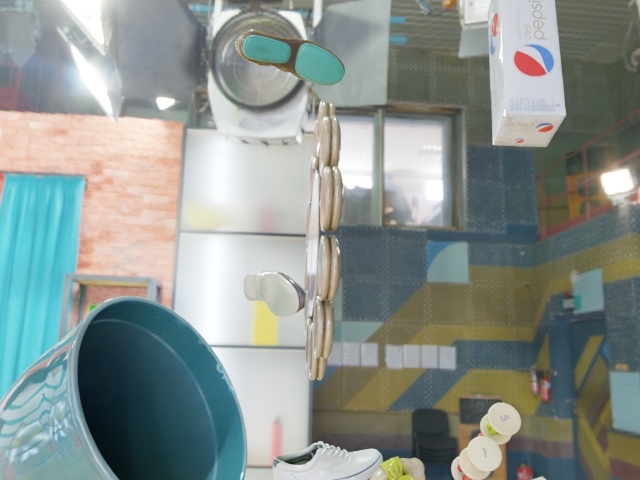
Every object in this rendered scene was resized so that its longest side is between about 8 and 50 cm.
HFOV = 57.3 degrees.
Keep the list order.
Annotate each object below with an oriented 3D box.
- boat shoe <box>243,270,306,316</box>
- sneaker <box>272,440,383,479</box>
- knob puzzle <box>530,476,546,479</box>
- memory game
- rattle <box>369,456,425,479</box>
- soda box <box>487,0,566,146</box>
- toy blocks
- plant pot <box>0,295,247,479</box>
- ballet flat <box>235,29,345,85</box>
[{"bbox_3d":[-0.047,0.060,0.695,0.043,0.049,0.137,2,1,-30],"label":"boat shoe"},{"bbox_3d":[0.017,0.502,1.317,0.258,0.091,0.094,-9,9,-16],"label":"sneaker"},{"bbox_3d":[0.276,0.456,0.825,0.213,0.213,0.030,-3,-33,21],"label":"knob puzzle"},{"bbox_3d":[0.000,0.000,0.394,0.012,0.186,0.186,3,-12,-5],"label":"memory game"},{"bbox_3d":[0.160,0.533,1.127,0.130,0.199,0.143,6,15,-42],"label":"rattle"},{"bbox_3d":[0.252,-0.228,0.730,0.069,0.216,0.074,3,-21,5],"label":"soda box"},{"bbox_3d":[0.268,0.346,0.970,0.054,0.123,0.148,33,-32,18],"label":"toy blocks"},{"bbox_3d":[-0.272,0.244,0.697,0.255,0.271,0.272,-31,-22,16],"label":"plant pot"},{"bbox_3d":[-0.093,-0.546,1.727,0.342,0.116,0.124,5,25,-27],"label":"ballet flat"}]
